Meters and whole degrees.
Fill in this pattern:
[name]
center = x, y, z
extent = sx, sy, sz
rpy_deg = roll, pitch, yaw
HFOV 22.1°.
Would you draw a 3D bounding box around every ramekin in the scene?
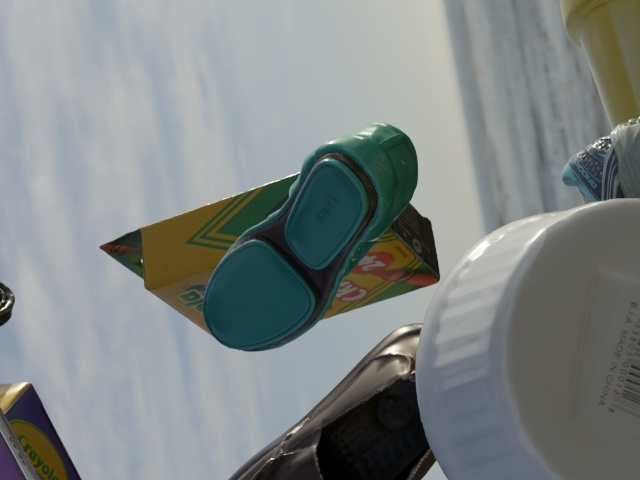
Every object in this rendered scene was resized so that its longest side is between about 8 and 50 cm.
[ramekin]
center = 0.223, 0.099, 1.242
extent = 0.135, 0.277, 0.277
rpy_deg = 140, 122, -71

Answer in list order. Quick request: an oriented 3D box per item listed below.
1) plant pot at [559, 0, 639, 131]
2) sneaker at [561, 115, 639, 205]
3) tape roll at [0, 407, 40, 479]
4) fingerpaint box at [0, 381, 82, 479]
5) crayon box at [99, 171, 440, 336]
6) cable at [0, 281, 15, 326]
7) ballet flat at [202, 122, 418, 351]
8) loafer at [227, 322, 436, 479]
[plant pot]
center = 0.388, -0.202, 1.727
extent = 0.254, 0.254, 0.239
rpy_deg = 61, -157, -73
[sneaker]
center = 0.313, 0.029, 1.568
extent = 0.110, 0.122, 0.283
rpy_deg = 4, -112, -53
[tape roll]
center = -0.225, 0.102, 0.906
extent = 0.274, 0.090, 0.275
rpy_deg = 56, 168, 19
[fingerpaint box]
center = -0.404, 0.390, 1.838
extent = 0.163, 0.371, 0.444
rpy_deg = -51, -54, -47
[crayon box]
center = -0.053, 0.024, 1.788
extent = 0.202, 0.319, 0.081
rpy_deg = 41, -145, -56
[cable]
center = -0.417, 0.093, 1.731
extent = 0.287, 0.139, 0.072
rpy_deg = -23, -48, -47
[ballet flat]
center = 0.000, 0.000, 1.141
extent = 0.083, 0.087, 0.247
rpy_deg = 50, 141, 8
[loafer]
center = -0.005, 0.223, 1.447
extent = 0.134, 0.366, 0.130
rpy_deg = 38, -175, 0
